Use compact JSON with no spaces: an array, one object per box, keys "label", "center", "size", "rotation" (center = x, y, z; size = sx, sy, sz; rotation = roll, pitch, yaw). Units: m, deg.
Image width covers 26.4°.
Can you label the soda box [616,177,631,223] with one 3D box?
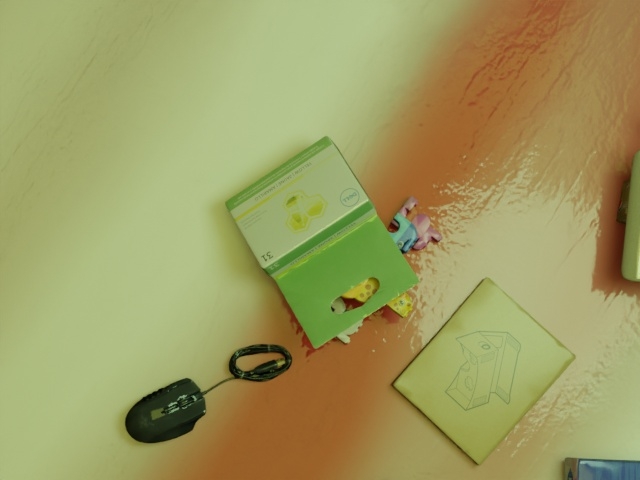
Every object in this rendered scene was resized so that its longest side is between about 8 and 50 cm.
[{"label":"soda box","center":[0.508,-0.040,1.885],"size":[0.181,0.058,0.061],"rotation":[12,83,-2]}]

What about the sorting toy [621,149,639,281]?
[{"label":"sorting toy","center":[0.508,-0.021,1.832],"size":[0.196,0.047,0.348],"rotation":[7,83,2]}]

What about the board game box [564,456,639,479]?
[{"label":"board game box","center":[0.483,0.454,1.812],"size":[0.318,0.066,0.318],"rotation":[3,83,-5]}]

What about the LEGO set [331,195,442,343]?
[{"label":"LEGO set","center":[0.094,0.053,1.839],"size":[0.093,0.087,0.227],"rotation":[37,84,2]}]

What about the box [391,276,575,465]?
[{"label":"box","center":[0.222,0.178,1.863],"size":[0.164,0.021,0.201],"rotation":[42,84,3]}]

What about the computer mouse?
[{"label":"computer mouse","center":[-0.150,0.203,1.832],"size":[0.242,0.041,0.071],"rotation":[-28,84,-6]}]

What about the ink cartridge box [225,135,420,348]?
[{"label":"ink cartridge box","center":[0.000,0.000,1.805],"size":[0.171,0.056,0.235],"rotation":[-33,61,3]}]
